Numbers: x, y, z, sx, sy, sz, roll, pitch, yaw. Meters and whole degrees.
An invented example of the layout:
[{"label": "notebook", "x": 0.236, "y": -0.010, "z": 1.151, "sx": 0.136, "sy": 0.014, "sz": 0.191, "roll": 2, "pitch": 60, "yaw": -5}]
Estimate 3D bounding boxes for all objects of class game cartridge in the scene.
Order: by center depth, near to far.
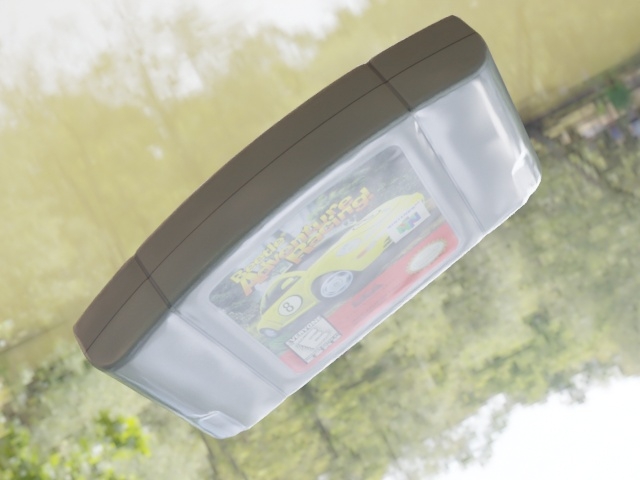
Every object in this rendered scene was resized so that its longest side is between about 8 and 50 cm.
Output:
[{"label": "game cartridge", "x": 0.000, "y": 0.000, "z": 0.787, "sx": 0.294, "sy": 0.060, "sz": 0.196, "roll": -40, "pitch": 146, "yaw": 2}]
